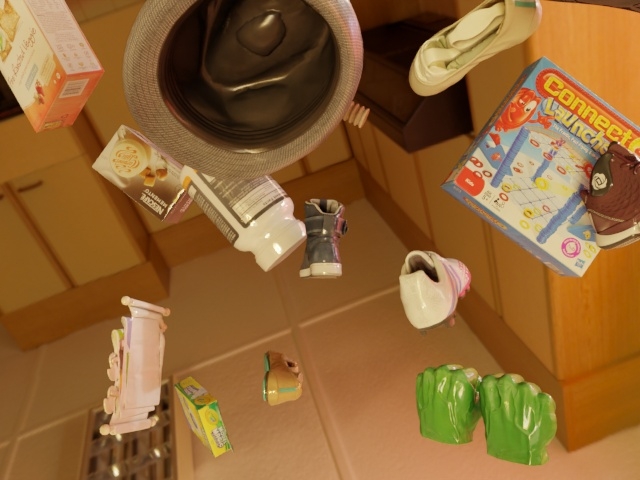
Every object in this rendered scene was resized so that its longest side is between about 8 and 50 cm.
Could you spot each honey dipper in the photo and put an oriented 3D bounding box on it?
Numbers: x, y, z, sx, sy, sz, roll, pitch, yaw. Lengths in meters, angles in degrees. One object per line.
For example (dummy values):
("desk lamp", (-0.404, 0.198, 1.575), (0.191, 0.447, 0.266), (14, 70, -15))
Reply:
("honey dipper", (-0.009, -0.206, 0.799), (0.161, 0.030, 0.030), (26, -139, 4))

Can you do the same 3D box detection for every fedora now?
("fedora", (-0.082, -0.212, 0.651), (0.275, 0.244, 0.124), (-43, -150, 35))

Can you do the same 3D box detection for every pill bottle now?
("pill bottle", (-0.160, -0.078, 1.222), (0.162, 0.278, 0.162), (-41, 177, -3))

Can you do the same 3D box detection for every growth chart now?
("growth chart", (-0.315, 0.212, 0.971), (0.021, 0.172, 0.237), (-5, -112, 15))

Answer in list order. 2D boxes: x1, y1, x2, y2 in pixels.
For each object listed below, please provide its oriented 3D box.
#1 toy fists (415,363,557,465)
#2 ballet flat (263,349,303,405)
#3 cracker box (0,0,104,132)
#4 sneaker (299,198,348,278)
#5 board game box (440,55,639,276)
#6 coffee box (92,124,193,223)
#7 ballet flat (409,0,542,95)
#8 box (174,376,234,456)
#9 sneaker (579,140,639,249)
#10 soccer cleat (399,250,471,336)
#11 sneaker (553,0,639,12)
("toy fists", (0.295, 0.303, 1.036), (0.096, 0.142, 0.279), (-4, -179, -41))
("ballet flat", (-0.071, 0.258, 1.060), (0.073, 0.080, 0.232), (-3, -177, -6))
("cracker box", (-0.433, -0.303, 0.846), (0.067, 0.232, 0.156), (-28, 177, -46))
("sneaker", (0.002, 0.000, 1.185), (0.086, 0.163, 0.226), (-1, 172, -11))
("board game box", (0.450, -0.138, 1.097), (0.302, 0.308, 0.086), (-54, -178, -3))
("coffee box", (-0.448, -0.171, 1.484), (0.141, 0.246, 0.098), (-53, 172, 4))
("ballet flat", (0.197, -0.282, 0.820), (0.086, 0.086, 0.248), (-43, -169, -35))
("box", (-0.222, 0.338, 1.080), (0.043, 0.105, 0.179), (-23, -165, -29))
("sneaker", (0.537, -0.110, 0.895), (0.106, 0.162, 0.281), (-2, 154, -43))
("soccer cleat", (0.234, 0.069, 1.157), (0.116, 0.143, 0.331), (-22, -172, 21))
("sneaker", (0.295, -0.275, 0.504), (0.228, 0.130, 0.087), (11, -178, 3))
